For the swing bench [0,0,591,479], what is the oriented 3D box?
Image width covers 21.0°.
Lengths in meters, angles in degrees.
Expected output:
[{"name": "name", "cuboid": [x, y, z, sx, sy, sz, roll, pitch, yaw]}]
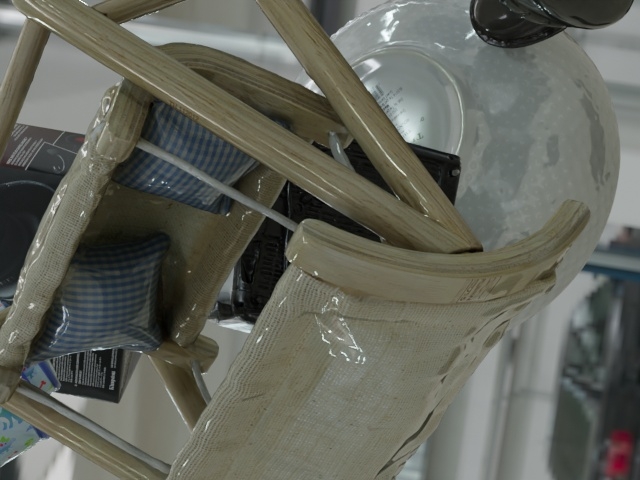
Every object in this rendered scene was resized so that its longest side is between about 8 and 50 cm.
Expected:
[{"name": "swing bench", "cuboid": [-0.048, 0.022, 0.859, 0.165, 0.254, 0.253, -31, -22, -46]}]

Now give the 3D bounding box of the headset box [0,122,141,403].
[{"name": "headset box", "cuboid": [-0.303, 0.007, 1.557, 0.110, 0.293, 0.218, -73, -8, -65]}]

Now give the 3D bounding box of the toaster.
[{"name": "toaster", "cuboid": [0.000, 0.000, 1.318, 0.110, 0.185, 0.168, 165, 117, -69]}]

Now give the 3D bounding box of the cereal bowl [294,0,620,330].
[{"name": "cereal bowl", "cuboid": [0.089, -0.076, 1.559, 0.141, 0.339, 0.339, 23, -105, -58]}]

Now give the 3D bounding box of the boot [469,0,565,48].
[{"name": "boot", "cuboid": [0.176, -0.243, 1.342, 0.263, 0.091, 0.229, -38, -14, 29]}]

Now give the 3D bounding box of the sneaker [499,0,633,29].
[{"name": "sneaker", "cuboid": [0.145, -0.215, 0.964, 0.286, 0.130, 0.109, 55, -128, -51]}]

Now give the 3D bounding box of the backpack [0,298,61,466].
[{"name": "backpack", "cuboid": [-0.235, 0.100, 1.239, 0.114, 0.084, 0.105, 61, 169, -4]}]
